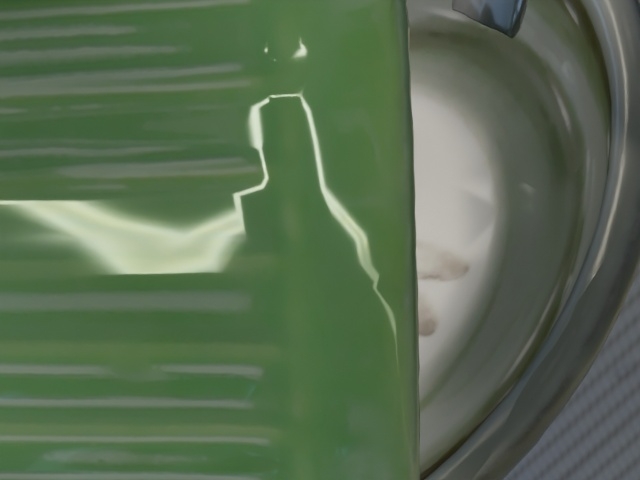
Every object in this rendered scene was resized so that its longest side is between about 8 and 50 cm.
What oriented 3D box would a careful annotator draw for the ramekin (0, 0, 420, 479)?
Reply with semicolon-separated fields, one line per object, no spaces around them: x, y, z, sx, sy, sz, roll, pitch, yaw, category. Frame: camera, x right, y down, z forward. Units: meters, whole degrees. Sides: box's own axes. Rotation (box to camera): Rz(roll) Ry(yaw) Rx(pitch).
-0.051;-0.022;0.503;0.148;0.303;0.303;-2;69;1;ramekin

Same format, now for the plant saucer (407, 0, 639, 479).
0.000;0.000;0.819;0.400;0.100;0.400;-19;55;29;plant saucer

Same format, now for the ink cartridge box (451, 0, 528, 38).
0.113;-0.163;0.620;0.104;0.062;0.181;-122;47;-72;ink cartridge box
